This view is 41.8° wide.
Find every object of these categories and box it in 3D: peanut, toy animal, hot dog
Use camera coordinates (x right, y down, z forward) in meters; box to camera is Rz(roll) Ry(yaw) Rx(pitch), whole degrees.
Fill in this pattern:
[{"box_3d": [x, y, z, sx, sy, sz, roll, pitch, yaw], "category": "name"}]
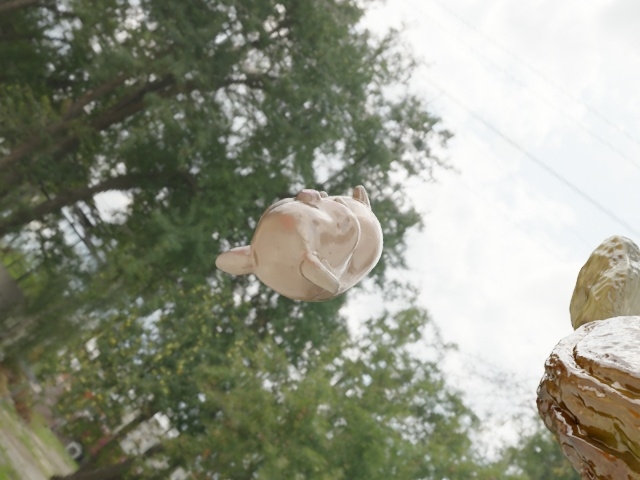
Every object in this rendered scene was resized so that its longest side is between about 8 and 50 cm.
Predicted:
[{"box_3d": [0.457, 0.104, 1.332, 0.110, 0.233, 0.197, 10, -62, 8], "category": "peanut"}, {"box_3d": [-0.008, 0.008, 1.154, 0.166, 0.250, 0.154, -12, -90, 28], "category": "toy animal"}, {"box_3d": [0.257, 0.147, 0.632, 0.196, 0.122, 0.272, 54, 17, 3], "category": "hot dog"}]
